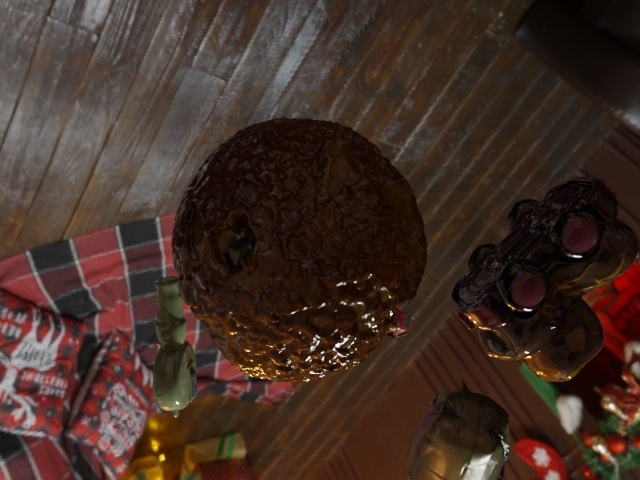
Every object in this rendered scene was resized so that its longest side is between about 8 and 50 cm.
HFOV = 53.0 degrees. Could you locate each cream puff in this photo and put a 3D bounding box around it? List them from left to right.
[{"bbox_3d":[0.000,0.000,0.697,0.212,0.303,0.303,-17,148,32],"label":"cream puff"}]

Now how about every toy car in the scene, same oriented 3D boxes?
[{"bbox_3d":[0.404,0.072,1.102,0.240,0.271,0.341,43,97,-5],"label":"toy car"}]

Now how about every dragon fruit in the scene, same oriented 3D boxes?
[{"bbox_3d":[0.157,0.175,1.354,0.083,0.056,0.060,38,82,-43],"label":"dragon fruit"}]

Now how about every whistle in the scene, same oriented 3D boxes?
[{"bbox_3d":[-0.256,0.190,1.126,0.067,0.126,0.258,-2,102,3],"label":"whistle"}]

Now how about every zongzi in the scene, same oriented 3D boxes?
[{"bbox_3d":[0.186,0.219,0.814,0.256,0.115,0.228,-57,158,-47],"label":"zongzi"}]
